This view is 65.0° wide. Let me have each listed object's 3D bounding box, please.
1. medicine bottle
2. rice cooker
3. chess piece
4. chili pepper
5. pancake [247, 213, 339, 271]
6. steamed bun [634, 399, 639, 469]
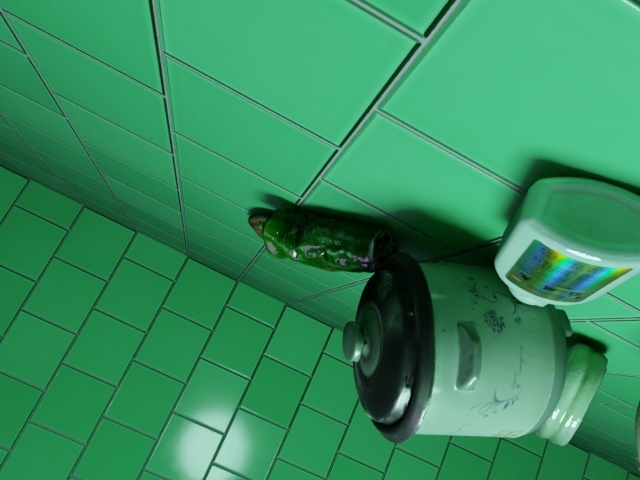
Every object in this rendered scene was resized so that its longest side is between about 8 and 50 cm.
[{"bbox_3d":[0.263,0.016,0.555,0.121,0.083,0.229,18,165,14],"label":"medicine bottle"},{"bbox_3d":[0.178,0.155,0.736,0.317,0.264,0.316,4,175,0],"label":"rice cooker"},{"bbox_3d":[0.366,0.233,0.976,0.299,0.194,0.194,28,168,28],"label":"chess piece"},{"bbox_3d":[0.000,0.000,0.901,0.270,0.099,0.136,10,-177,28],"label":"chili pepper"},{"bbox_3d":[-0.054,0.004,1.115,0.250,0.031,0.250,23,166,6],"label":"pancake"},{"bbox_3d":[0.597,0.271,0.648,0.324,0.206,0.324,22,162,7],"label":"steamed bun"}]
